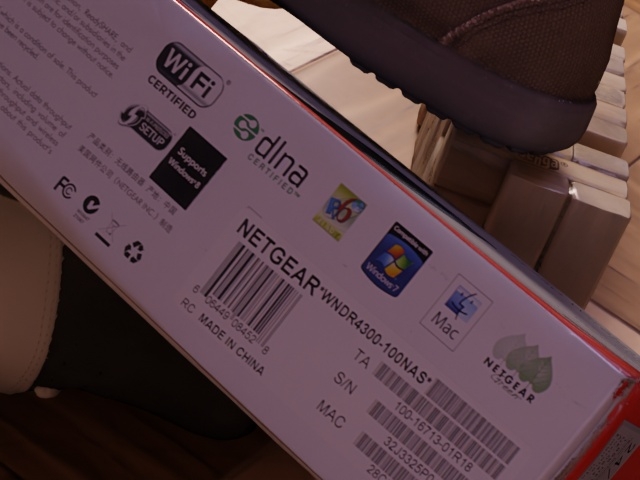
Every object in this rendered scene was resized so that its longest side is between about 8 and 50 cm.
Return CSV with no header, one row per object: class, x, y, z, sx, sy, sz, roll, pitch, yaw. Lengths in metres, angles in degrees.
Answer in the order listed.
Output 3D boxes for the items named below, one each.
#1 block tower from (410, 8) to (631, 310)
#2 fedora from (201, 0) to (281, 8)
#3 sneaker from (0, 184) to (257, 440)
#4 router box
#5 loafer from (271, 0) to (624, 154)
block tower,0.107,-0.082,1.001,0.091,0.097,0.335,20,32,-5
fedora,-0.100,-0.156,0.975,0.194,0.079,0.194,31,19,-12
sneaker,-0.169,0.010,0.710,0.330,0.146,0.122,34,2,-23
router box,0.000,0.000,0.700,0.335,0.082,0.301,40,5,24
loafer,-0.016,-0.181,0.827,0.366,0.130,0.134,30,18,-6
